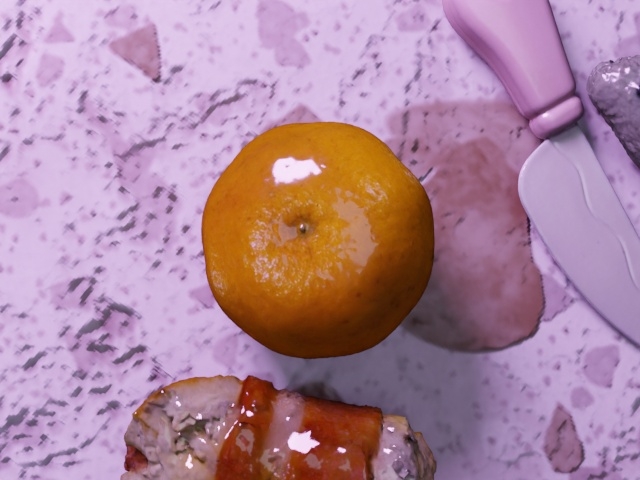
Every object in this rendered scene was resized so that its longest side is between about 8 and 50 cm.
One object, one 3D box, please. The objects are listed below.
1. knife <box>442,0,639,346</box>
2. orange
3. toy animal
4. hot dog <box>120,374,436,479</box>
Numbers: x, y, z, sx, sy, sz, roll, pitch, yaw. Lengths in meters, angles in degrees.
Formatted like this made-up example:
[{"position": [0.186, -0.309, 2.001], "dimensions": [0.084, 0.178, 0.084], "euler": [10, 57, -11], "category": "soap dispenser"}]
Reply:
[{"position": [0.176, -0.052, 0.771], "dimensions": [0.081, 0.043, 0.336], "euler": [-26, 92, -11], "category": "knife"}, {"position": [0.000, 0.000, 0.701], "dimensions": [0.155, 0.134, 0.154], "euler": [-2, 84, 15], "category": "orange"}, {"position": [0.297, -0.053, 0.769], "dimensions": [0.253, 0.070, 0.079], "euler": [30, 99, -13], "category": "toy animal"}, {"position": [-0.026, 0.158, 0.699], "dimensions": [0.213, 0.103, 0.146], "euler": [20, 104, 3], "category": "hot dog"}]
